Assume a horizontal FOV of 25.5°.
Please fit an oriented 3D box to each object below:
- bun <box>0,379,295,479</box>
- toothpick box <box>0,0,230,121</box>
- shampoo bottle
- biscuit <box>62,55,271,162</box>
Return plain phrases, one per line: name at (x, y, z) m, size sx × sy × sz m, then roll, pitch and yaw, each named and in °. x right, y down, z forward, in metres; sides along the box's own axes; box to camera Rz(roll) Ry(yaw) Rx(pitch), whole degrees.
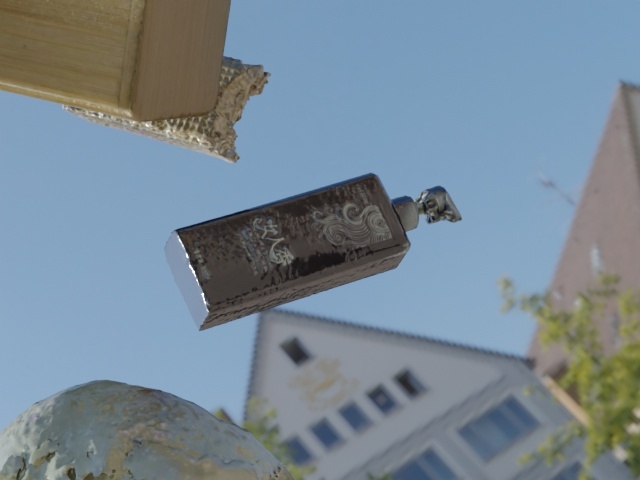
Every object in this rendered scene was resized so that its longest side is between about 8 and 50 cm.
bun at (-0.118, 0.205, 0.867) m, size 0.239 × 0.239 × 0.141 m, roll -61°, pitch 3°, yaw 29°
toothpick box at (-0.253, -0.214, 1.317) m, size 0.190 × 0.308 × 0.187 m, roll -14°, pitch -64°, yaw -64°
shampoo bottle at (0.000, -0.001, 1.454) m, size 0.309 × 0.098 × 0.071 m, roll -17°, pitch -22°, yaw -26°
biscuit at (-0.175, -0.166, 1.567) m, size 0.062 × 0.239 × 0.108 m, roll 30°, pitch -101°, yaw -61°
